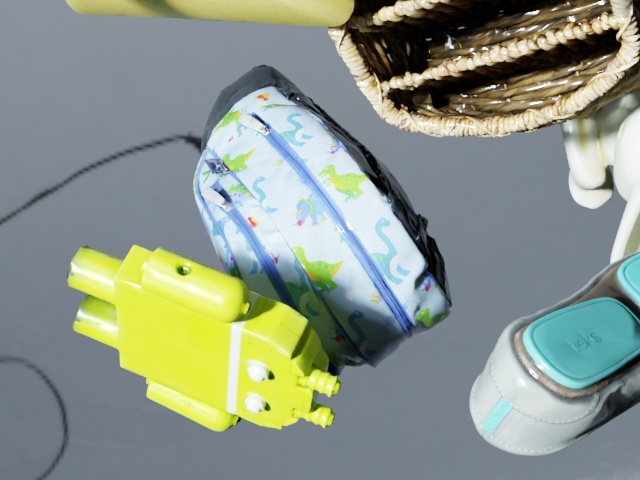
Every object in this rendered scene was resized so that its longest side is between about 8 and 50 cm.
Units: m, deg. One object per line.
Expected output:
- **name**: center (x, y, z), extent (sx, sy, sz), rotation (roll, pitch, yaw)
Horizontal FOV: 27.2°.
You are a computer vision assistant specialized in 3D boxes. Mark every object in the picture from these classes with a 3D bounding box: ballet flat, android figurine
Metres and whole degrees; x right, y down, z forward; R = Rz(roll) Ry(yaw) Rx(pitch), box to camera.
- **ballet flat**: center (0.153, 0.053, 0.680), extent (0.213, 0.072, 0.068), rotation (-17, 146, -41)
- **android figurine**: center (-0.107, 0.098, 1.237), extent (0.273, 0.056, 0.248), rotation (24, 146, 8)

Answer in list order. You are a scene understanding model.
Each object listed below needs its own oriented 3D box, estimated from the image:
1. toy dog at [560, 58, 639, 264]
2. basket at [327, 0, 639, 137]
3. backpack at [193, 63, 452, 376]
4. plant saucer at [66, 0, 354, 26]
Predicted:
- **toy dog**: center (0.388, -0.187, 1.495), extent (0.284, 0.408, 0.395), rotation (-13, 125, -7)
- **basket**: center (0.168, -0.209, 1.285), extent (0.299, 0.223, 0.213), rotation (-11, 90, 33)
- **backpack**: center (0.000, 0.000, 1.441), extent (0.273, 0.355, 0.290), rotation (-38, 125, -18)
- **plant saucer**: center (-0.138, -0.366, 1.245), extent (0.332, 0.081, 0.333), rotation (7, 112, 24)
